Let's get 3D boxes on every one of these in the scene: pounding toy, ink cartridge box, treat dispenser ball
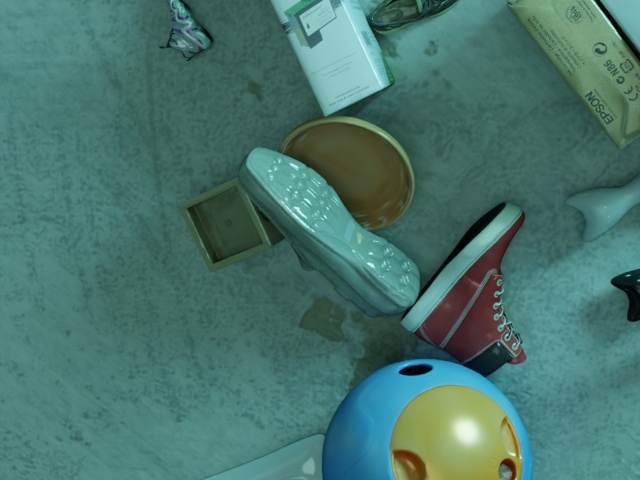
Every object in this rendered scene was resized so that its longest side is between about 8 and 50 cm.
[{"bbox_3d":[-0.103,-0.030,1.523,0.141,0.100,0.130,-23,96,24],"label":"pounding toy"},{"bbox_3d":[0.010,-0.289,1.410,0.093,0.160,0.219,-25,95,13],"label":"ink cartridge box"},{"bbox_3d":[0.346,-0.244,1.342,0.088,0.193,0.234,-37,92,19],"label":"ink cartridge box"},{"bbox_3d":[0.145,0.308,1.436,0.288,0.288,0.288,2,101,10],"label":"treat dispenser ball"}]

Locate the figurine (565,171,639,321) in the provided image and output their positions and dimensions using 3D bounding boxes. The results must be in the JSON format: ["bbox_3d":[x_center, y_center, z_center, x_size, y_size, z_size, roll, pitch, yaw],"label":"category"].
[{"bbox_3d":[0.467,-0.019,1.425,0.209,0.092,0.215,-30,94,18],"label":"figurine"}]

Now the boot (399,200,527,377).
[{"bbox_3d":[0.251,0.076,1.480,0.176,0.088,0.244,36,113,1],"label":"boot"}]

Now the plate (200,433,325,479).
[{"bbox_3d":[-0.061,0.473,1.630,0.277,0.045,0.278,-24,97,13],"label":"plate"}]

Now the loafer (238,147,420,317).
[{"bbox_3d":[0.000,0.000,1.463,0.319,0.112,0.111,43,131,-15],"label":"loafer"}]

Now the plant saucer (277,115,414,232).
[{"bbox_3d":[0.036,-0.095,1.470,0.200,0.037,0.200,9,132,10],"label":"plant saucer"}]

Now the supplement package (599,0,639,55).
[{"bbox_3d":[0.462,-0.288,1.282,0.177,0.175,0.293,-37,77,20],"label":"supplement package"}]

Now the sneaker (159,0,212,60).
[{"bbox_3d":[-0.210,-0.303,1.507,0.069,0.038,0.098,-36,93,14],"label":"sneaker"}]

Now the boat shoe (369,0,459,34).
[{"bbox_3d":[0.138,-0.327,1.436,0.152,0.049,0.056,-28,95,14],"label":"boat shoe"}]
